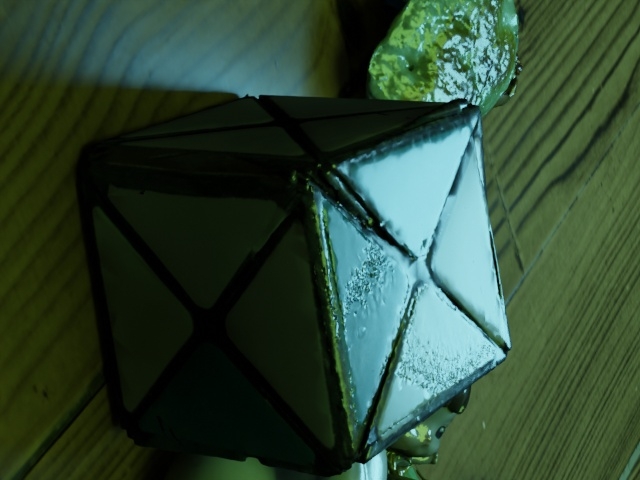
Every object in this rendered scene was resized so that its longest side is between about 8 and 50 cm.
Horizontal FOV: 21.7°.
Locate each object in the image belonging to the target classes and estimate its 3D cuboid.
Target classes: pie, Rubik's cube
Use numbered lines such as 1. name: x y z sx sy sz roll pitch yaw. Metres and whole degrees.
1. pie: 0.148 -0.215 2.018 0.274 0.105 0.257 -45 144 -32
2. Rubik's cube: -0.020 0.030 1.647 0.305 0.310 0.307 -25 114 -52

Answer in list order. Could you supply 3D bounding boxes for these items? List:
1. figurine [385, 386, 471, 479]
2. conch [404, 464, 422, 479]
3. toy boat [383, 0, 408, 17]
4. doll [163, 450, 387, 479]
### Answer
1. figurine: 0.110 0.207 1.999 0.161 0.158 0.276 26 74 -50
2. conch: 0.110 0.344 2.096 0.106 0.079 0.170 106 -21 -57
3. toy boat: 0.125 -0.307 2.027 0.137 0.060 0.061 -20 133 -49
4. doll: -0.056 0.259 1.743 0.221 0.221 0.251 44 69 -49
